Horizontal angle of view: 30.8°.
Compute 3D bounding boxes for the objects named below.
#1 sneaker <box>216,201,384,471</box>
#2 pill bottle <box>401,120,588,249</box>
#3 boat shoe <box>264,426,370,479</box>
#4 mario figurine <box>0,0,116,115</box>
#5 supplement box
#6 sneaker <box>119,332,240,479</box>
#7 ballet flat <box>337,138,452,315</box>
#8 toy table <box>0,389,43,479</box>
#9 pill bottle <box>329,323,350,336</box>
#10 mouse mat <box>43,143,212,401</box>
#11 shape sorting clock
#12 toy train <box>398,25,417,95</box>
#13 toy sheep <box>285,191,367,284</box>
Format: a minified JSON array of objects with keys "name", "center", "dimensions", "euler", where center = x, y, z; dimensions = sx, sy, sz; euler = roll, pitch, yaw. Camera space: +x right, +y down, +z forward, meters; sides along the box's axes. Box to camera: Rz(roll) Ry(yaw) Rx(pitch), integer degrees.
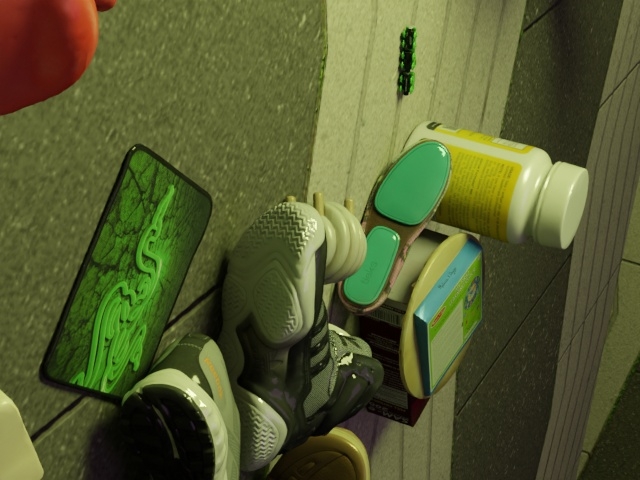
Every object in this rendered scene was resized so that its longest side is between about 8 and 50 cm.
[{"name":"sneaker","center":[-0.012,0.083,1.088],"dimensions":[0.153,0.101,0.269],"euler":[-7,120,-41]},{"name":"pill bottle","center":[0.205,-0.064,1.391],"dimensions":[0.119,0.208,0.119],"euler":[-47,146,-46]},{"name":"boat shoe","center":[-0.012,0.334,1.311],"dimensions":[0.110,0.121,0.341],"euler":[-43,154,-57]},{"name":"mario figurine","center":[-0.173,-0.189,0.605],"dimensions":[0.198,0.170,0.320],"euler":[46,44,-24]},{"name":"supplement box","center":[0.110,0.110,1.474],"dimensions":[0.130,0.073,0.239],"euler":[-54,152,-37]},{"name":"sneaker","center":[-0.106,0.198,1.011],"dimensions":[0.108,0.100,0.272],"euler":[-67,164,-51]},{"name":"ballet flat","center":[0.083,-0.014,1.341],"dimensions":[0.079,0.077,0.221],"euler":[83,32,-80]},{"name":"toy table","center":[-0.205,0.202,0.629],"dimensions":[0.161,0.252,0.274],"euler":[-39,155,-28]},{"name":"pill bottle","center":[-0.011,0.149,1.232],"dimensions":[0.116,0.065,0.065],"euler":[-59,154,-32]},{"name":"mouse mat","center":[-0.146,0.031,0.917],"dimensions":[0.190,0.007,0.152],"euler":[-69,157,-8]},{"name":"shape sorting clock","center":[0.146,0.090,1.392],"dimensions":[0.206,0.040,0.206],"euler":[-42,142,-44]},{"name":"toy train","center":[0.100,-0.202,1.302],"dimensions":[0.024,0.017,0.083],"euler":[-58,155,-54]},{"name":"toy sheep","center":[0.000,0.000,1.134],"dimensions":[0.132,0.091,0.091],"euler":[7,100,-53]}]
